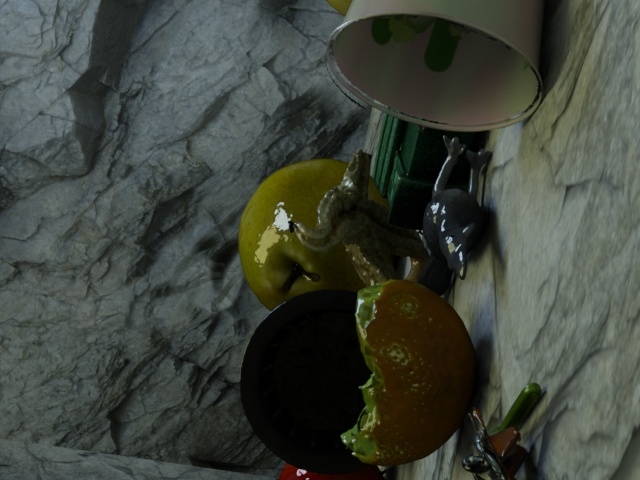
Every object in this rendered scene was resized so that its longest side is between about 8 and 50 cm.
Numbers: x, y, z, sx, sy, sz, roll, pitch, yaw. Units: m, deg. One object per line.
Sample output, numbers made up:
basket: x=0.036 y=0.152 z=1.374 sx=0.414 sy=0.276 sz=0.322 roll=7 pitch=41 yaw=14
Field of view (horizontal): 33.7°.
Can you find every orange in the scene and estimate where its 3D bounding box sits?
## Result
orange: x=0.114 y=0.167 z=1.322 sx=0.179 sy=0.158 sz=0.237 roll=-68 pitch=-15 yaw=-75

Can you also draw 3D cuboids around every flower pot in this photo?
flower pot: x=0.025 y=0.228 z=1.816 sx=0.330 sy=0.294 sz=0.293 roll=36 pitch=-117 yaw=-87

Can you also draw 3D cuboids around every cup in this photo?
cup: x=0.159 y=-0.300 z=1.245 sx=0.253 sy=0.253 sz=0.274 roll=108 pitch=178 yaw=-72

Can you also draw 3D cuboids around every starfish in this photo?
starfish: x=0.083 y=0.023 z=1.619 sx=0.324 sy=0.082 sz=0.432 roll=59 pitch=-164 yaw=-15

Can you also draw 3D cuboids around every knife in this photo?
knife: x=0.193 y=0.187 z=1.079 sx=0.184 sy=0.022 sz=0.026 roll=103 pitch=149 yaw=-56

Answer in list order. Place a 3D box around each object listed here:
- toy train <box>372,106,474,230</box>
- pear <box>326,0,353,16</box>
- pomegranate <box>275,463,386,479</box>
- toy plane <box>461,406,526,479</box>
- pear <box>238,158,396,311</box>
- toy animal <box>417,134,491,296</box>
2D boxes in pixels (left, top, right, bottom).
toy train: x=0.172 y=-0.165 z=1.548 sx=0.178 sy=0.139 sz=0.330 roll=-96 pitch=14 yaw=-54
pear: x=0.123 y=-0.524 z=1.783 sx=0.348 sy=0.348 sz=0.348 roll=-171 pitch=90 yaw=-87
pomegranate: x=0.022 y=0.452 z=1.872 sx=0.235 sy=0.210 sz=0.210 roll=-41 pitch=-33 yaw=-55
toy plane: x=0.171 y=0.236 z=0.973 sx=0.188 sy=0.062 sz=0.135 roll=-94 pitch=-16 yaw=-62
pear: x=0.000 y=0.000 z=2.273 sx=0.418 sy=0.362 sz=0.362 roll=-52 pitch=-27 yaw=-71
toy animal: x=0.179 y=-0.033 z=1.433 sx=0.367 sy=0.081 sz=0.205 roll=90 pitch=-169 yaw=-83
